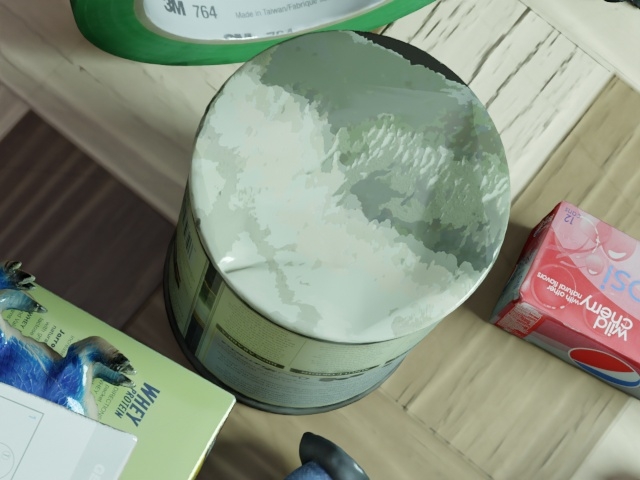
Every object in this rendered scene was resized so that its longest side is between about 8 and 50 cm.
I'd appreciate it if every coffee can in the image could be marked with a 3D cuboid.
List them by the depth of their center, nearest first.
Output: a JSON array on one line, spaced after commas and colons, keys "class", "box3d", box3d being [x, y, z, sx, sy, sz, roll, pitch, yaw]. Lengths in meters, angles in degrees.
[{"class": "coffee can", "box3d": [0.000, 0.000, 1.127, 0.201, 0.275, 0.202, 2, 75, -8]}]

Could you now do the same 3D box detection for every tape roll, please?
[{"class": "tape roll", "box3d": [-0.024, -0.221, 1.160, 0.321, 0.321, 0.077, -12, 77, -11]}]

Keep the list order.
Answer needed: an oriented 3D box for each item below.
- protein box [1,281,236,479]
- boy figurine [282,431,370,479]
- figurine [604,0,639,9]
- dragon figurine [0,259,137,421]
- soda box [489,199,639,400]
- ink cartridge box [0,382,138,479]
[{"class": "protein box", "box3d": [-0.196, 0.155, 1.129, 0.201, 0.136, 0.200, 29, 72, 1]}, {"class": "boy figurine", "box3d": [-0.059, 0.274, 1.140, 0.285, 0.092, 0.177, -47, 111, -13]}, {"class": "figurine", "box3d": [0.194, -0.271, 1.270, 0.092, 0.215, 0.209, -36, 86, 10]}, {"class": "dragon figurine", "box3d": [-0.214, 0.094, 1.026, 0.289, 0.085, 0.144, 41, 73, 3]}, {"class": "soda box", "box3d": [0.269, 0.076, 1.247, 0.263, 0.083, 0.092, 28, 73, -1]}, {"class": "ink cartridge box", "box3d": [-0.288, 0.187, 0.947, 0.261, 0.066, 0.296, 26, 93, -24]}]
